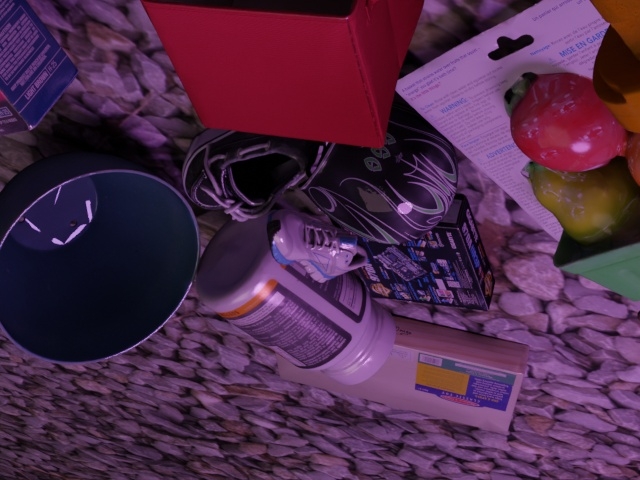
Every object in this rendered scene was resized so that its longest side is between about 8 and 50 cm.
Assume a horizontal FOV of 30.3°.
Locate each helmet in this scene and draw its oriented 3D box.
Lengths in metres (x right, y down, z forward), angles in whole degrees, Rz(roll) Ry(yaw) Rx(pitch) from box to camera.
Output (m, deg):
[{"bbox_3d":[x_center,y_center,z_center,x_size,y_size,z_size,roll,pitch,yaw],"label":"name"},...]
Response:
[{"bbox_3d":[0.074,-0.074,1.312,0.161,0.169,0.169,28,152,-9],"label":"helmet"}]

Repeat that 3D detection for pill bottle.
[{"bbox_3d":[-0.029,0.087,1.673,0.162,0.162,0.278,-11,141,44],"label":"pill bottle"}]

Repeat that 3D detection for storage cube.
[{"bbox_3d":[-0.025,-0.219,1.069,0.214,0.184,0.193,8,153,17],"label":"storage cube"}]

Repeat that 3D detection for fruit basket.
[{"bbox_3d":[0.296,-0.104,1.178,0.353,0.165,0.327,45,145,-16],"label":"fruit basket"}]

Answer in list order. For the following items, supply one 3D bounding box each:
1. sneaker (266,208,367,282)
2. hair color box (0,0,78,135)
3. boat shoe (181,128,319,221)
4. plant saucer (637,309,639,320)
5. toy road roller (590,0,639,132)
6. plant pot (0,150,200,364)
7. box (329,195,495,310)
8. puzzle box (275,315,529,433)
[{"bbox_3d":[0.000,0.000,1.481,0.082,0.071,0.190,-10,163,25],"label":"sneaker"},{"bbox_3d":[-0.429,-0.265,1.225,0.173,0.105,0.347,-4,133,38],"label":"hair color box"},{"bbox_3d":[-0.093,-0.080,1.457,0.113,0.105,0.306,32,150,-26],"label":"boat shoe"},{"bbox_3d":[0.492,0.063,1.304,0.277,0.041,0.278,-13,168,-3],"label":"plant saucer"},{"bbox_3d":[0.340,-0.168,0.836,0.240,0.203,0.329,43,146,-25],"label":"toy road roller"},{"bbox_3d":[-0.336,-0.005,1.611,0.290,0.290,0.195,45,178,-43],"label":"plant pot"},{"bbox_3d":[0.126,0.014,1.566,0.175,0.051,0.220,5,151,23],"label":"box"},{"bbox_3d":[0.124,0.201,1.922,0.408,0.052,0.272,13,153,9],"label":"puzzle box"}]
